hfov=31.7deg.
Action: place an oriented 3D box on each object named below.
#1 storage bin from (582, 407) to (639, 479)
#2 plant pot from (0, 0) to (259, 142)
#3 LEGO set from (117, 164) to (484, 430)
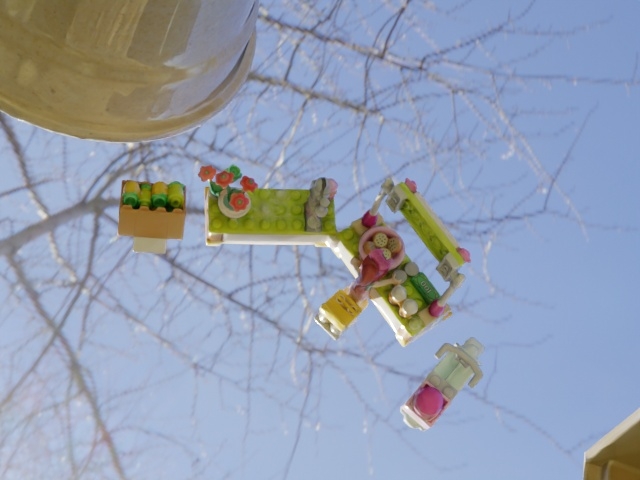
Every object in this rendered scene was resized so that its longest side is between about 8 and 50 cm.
[{"bbox_3d":[0.195,0.158,0.389,0.123,0.260,0.262,20,-36,-6],"label":"storage bin"},{"bbox_3d":[-0.148,-0.300,0.894,0.334,0.333,0.305,33,-41,-7],"label":"plant pot"},{"bbox_3d":[0.000,0.000,0.780,0.287,0.132,0.107,33,-24,4],"label":"LEGO set"}]
